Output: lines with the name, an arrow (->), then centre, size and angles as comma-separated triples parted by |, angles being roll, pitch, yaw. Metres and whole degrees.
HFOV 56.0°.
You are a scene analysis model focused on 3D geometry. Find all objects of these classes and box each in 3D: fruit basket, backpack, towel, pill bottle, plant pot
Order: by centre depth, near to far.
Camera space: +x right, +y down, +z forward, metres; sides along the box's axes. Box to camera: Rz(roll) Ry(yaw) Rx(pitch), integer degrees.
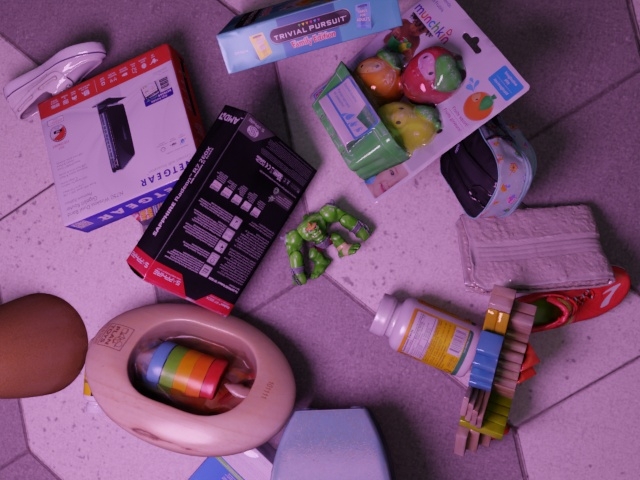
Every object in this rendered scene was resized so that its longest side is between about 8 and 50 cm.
fruit basket -> 0.164, -0.294, 1.170 | 0.353, 0.165, 0.327 | -39, 59, 22
backpack -> 0.331, -0.136, 1.173 | 0.144, 0.166, 0.188 | 5, 47, -17
plant pot -> 0.030, 0.460, 1.193 | 0.247, 0.247, 0.252 | -4, 74, 7
towel -> 0.418, 0.015, 1.201 | 0.282, 0.049, 0.187 | -6, 56, 6
pill bottle -> 0.211, 0.187, 1.230 | 0.208, 0.117, 0.118 | 22, 92, 7
plant pot -> -0.666, 0.236, 1.276 | 0.237, 0.254, 0.237 | 0, 88, 7
pill bottle -> -0.495, 0.322, 1.345 | 0.065, 0.065, 0.116 | 3, 90, 7

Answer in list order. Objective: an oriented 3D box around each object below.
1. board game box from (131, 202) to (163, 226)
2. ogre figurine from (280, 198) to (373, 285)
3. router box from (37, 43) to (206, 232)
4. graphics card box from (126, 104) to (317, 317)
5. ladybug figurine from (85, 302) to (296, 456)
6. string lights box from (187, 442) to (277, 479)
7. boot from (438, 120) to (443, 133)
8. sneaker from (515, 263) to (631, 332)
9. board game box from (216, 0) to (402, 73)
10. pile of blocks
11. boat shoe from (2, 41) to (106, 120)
board game box -> -0.323, -0.051, 1.334 | 0.194, 0.060, 0.194 | -16, 87, 8
ogre figurine -> 0.000, 0.000, 1.278 | 0.197, 0.097, 0.118 | -32, 103, 21
router box -> -0.419, -0.216, 1.297 | 0.335, 0.082, 0.301 | -21, 76, 11
graphics card box -> -0.190, -0.053, 1.211 | 0.094, 0.233, 0.371 | 29, 86, 45
ladybug figurine -> -0.268, 0.290, 1.237 | 0.449, 0.162, 0.305 | 20, 52, 11
string lights box -> -0.213, 0.534, 1.298 | 0.133, 0.077, 0.260 | 42, 94, 7
boot -> 0.224, -0.216, 1.279 | 0.118, 0.042, 0.087 | 14, 97, 9
sneaker -> 0.488, 0.131, 1.194 | 0.279, 0.118, 0.107 | -23, 87, 7
board game box -> -0.021, -0.441, 1.203 | 0.336, 0.254, 0.079 | -13, 117, 7
pile of blocks -> 0.342, 0.267, 1.135 | 0.112, 0.149, 0.362 | 14, 114, 21
boat shoe -> -0.591, -0.356, 1.359 | 0.267, 0.096, 0.088 | -24, 90, 7
